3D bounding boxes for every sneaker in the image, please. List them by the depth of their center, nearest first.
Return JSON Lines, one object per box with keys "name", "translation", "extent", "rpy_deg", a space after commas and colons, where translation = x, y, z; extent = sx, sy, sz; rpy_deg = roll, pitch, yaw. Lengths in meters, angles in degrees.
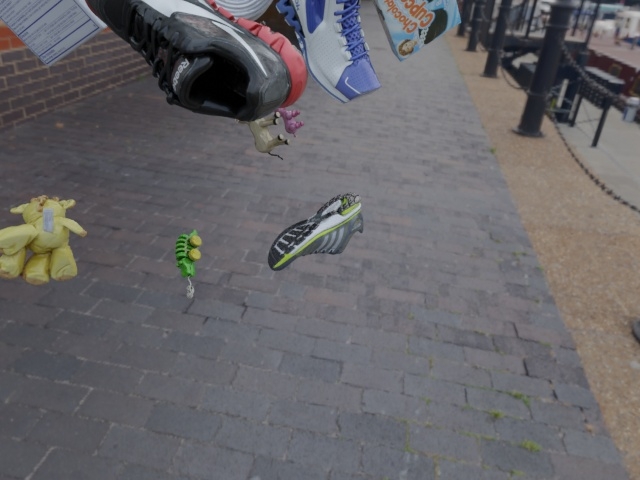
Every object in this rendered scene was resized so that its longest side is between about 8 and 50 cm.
{"name": "sneaker", "translation": [-0.153, -0.218, 0.548], "extent": [0.276, 0.098, 0.135], "rpy_deg": [30, 44, -3]}
{"name": "sneaker", "translation": [0.035, -0.454, 1.019], "extent": [0.127, 0.316, 0.182], "rpy_deg": [-35, 4, -36]}
{"name": "sneaker", "translation": [0.000, 0.000, 1.299], "extent": [0.299, 0.121, 0.111], "rpy_deg": [-33, 29, -13]}

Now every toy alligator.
{"name": "toy alligator", "translation": [-0.316, 0.045, 1.160], "extent": [0.051, 0.056, 0.190], "rpy_deg": [28, 43, -37]}

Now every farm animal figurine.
{"name": "farm animal figurine", "translation": [-0.198, -0.464, 1.564], "extent": [0.172, 0.327, 0.331], "rpy_deg": [-9, 54, 34]}

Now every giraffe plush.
{"name": "giraffe plush", "translation": [-0.643, -0.025, 1.144], "extent": [0.181, 0.210, 0.170], "rpy_deg": [18, 23, -36]}

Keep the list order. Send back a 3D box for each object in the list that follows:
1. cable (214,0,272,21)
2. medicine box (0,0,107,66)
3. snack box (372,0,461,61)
{"name": "cable", "translation": [-0.203, -0.609, 1.090], "extent": [0.257, 0.257, 0.089], "rpy_deg": [-23, 24, -23]}
{"name": "medicine box", "translation": [-0.638, -0.598, 1.146], "extent": [0.263, 0.289, 0.149], "rpy_deg": [-9, 45, 35]}
{"name": "snack box", "translation": [0.218, -0.613, 1.203], "extent": [0.187, 0.322, 0.060], "rpy_deg": [-32, 54, 9]}
